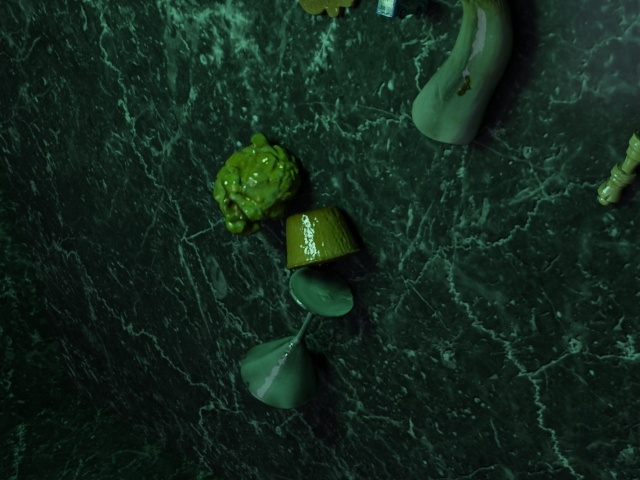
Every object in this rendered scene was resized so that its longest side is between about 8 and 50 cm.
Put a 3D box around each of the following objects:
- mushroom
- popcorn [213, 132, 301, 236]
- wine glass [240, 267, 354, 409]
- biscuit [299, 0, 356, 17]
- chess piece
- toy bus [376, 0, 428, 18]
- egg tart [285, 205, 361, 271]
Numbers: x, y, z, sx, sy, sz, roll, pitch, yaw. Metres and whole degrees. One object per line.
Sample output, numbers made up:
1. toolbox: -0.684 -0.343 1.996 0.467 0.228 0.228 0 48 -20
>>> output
1. mushroom: 0.314 -0.387 1.468 0.177 0.126 0.397 47 139 24
2. popcorn: -0.181 -0.158 1.964 0.250 0.234 0.242 -50 59 32
3. wine glass: -0.059 0.289 2.089 0.267 0.267 0.406 41 129 18
4. biscuit: 0.015 -0.604 1.680 0.184 0.027 0.134 -11 105 46
5. chess piece: 0.609 -0.138 1.387 0.060 0.060 0.172 39 137 19
6. toy bus: 0.180 -0.512 1.494 0.051 0.153 0.061 23 120 30
7. egg tart: 0.000 0.000 1.916 0.215 0.215 0.171 -13 89 45
